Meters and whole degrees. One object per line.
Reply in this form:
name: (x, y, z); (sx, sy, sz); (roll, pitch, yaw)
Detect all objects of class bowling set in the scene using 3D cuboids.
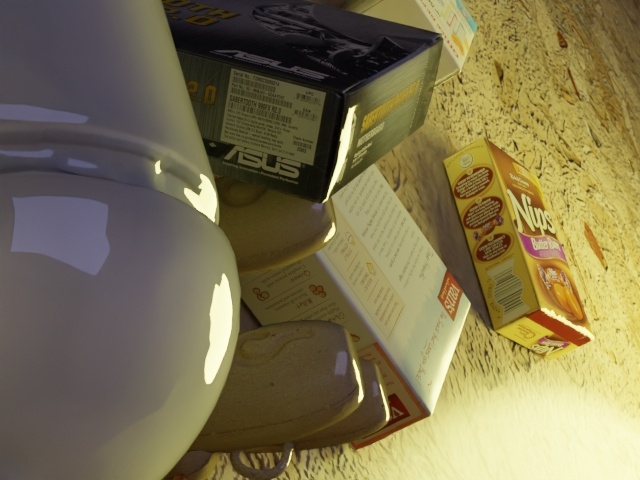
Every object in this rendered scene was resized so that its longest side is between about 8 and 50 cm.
bowling set: (-0.040, 0.120, 0.611); (0.287, 0.154, 0.200); (-96, 169, -54)

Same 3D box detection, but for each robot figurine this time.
robot figurine: (-0.145, -0.036, 0.466); (0.300, 0.200, 0.353); (97, -22, -66)

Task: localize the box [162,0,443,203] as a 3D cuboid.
box: (-0.070, -0.094, 0.681); (0.183, 0.231, 0.056); (-41, 144, -64)

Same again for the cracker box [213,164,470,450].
cracker box: (0.000, 0.000, 0.872); (0.232, 0.067, 0.155); (54, 26, -11)

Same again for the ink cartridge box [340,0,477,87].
ink cartridge box: (0.071, -0.180, 1.169); (0.092, 0.090, 0.143); (53, 25, -16)

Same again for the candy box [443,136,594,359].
candy box: (0.181, 0.007, 1.224); (0.109, 0.053, 0.186); (27, 39, -49)
